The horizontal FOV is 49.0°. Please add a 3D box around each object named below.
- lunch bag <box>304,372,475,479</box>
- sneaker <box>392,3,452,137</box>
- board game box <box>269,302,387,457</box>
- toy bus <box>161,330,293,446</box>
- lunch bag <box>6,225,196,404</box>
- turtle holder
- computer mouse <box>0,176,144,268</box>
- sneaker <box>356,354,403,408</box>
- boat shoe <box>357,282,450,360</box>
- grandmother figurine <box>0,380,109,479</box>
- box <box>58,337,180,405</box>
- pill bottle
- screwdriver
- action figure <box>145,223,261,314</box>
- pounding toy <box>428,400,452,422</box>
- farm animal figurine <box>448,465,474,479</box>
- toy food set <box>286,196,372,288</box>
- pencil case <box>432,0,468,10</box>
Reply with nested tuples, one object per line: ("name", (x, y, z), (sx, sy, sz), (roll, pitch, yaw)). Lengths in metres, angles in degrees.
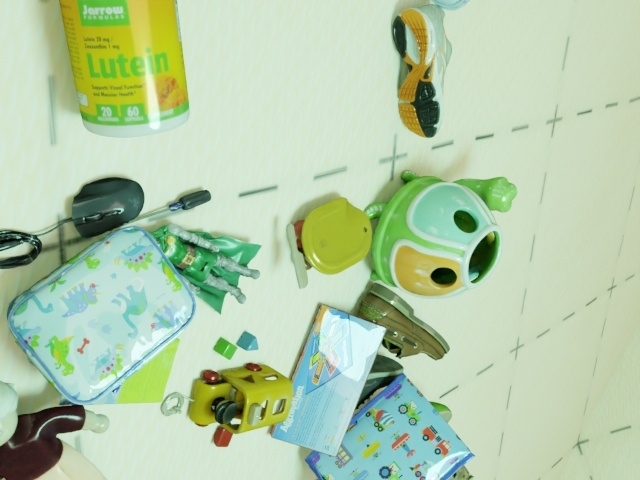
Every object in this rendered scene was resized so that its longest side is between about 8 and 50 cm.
("lunch bag", (0.129, 0.462, 1.458), (0.293, 0.221, 0.138), (-35, 160, -19))
("sneaker", (0.218, -0.330, 1.367), (0.121, 0.099, 0.263), (-37, 133, -37))
("board game box", (0.016, 0.281, 1.406), (0.145, 0.027, 0.281), (22, 91, -15))
("toy bus", (-0.141, 0.285, 1.231), (0.202, 0.104, 0.191), (-48, 136, -23))
("lunch bag", (-0.289, 0.101, 0.943), (0.219, 0.090, 0.176), (-41, 105, -23))
("turtle holder", (0.263, -0.007, 1.455), (0.320, 0.227, 0.243), (-13, 115, -44))
("computer mouse", (-0.334, -0.020, 0.929), (0.242, 0.041, 0.071), (-31, 129, -35))
("sneaker", (0.081, 0.323, 1.526), (0.222, 0.083, 0.118), (-5, 115, -37))
("boat shoe", (0.177, 0.206, 1.561), (0.307, 0.110, 0.104), (41, 79, -39))
("grandmother figurine", (-0.388, 0.302, 0.963), (0.208, 0.104, 0.342), (-41, 134, -19))
("box", (-0.305, 0.189, 1.053), (0.178, 0.042, 0.109), (12, 96, -49))
("pill bottle", (-0.239, -0.261, 0.852), (0.136, 0.136, 0.246), (-26, 125, -39))
("screwdriver", (-0.238, -0.045, 1.049), (0.169, 0.025, 0.024), (-21, 122, -31))
("action figure", (-0.195, 0.033, 1.098), (0.232, 0.063, 0.137), (29, 88, -47))
("pounding toy", (0.189, 0.434, 1.692), (0.237, 0.110, 0.183), (-34, 149, 5))
("farm animal figurine", (0.251, 0.584, 1.664), (0.330, 0.172, 0.327), (-24, 146, -26))
("toy food set", (0.000, 0.000, 1.300), (0.218, 0.071, 0.128), (-24, 100, -42))
("pencil case", (0.303, -0.556, 1.345), (0.273, 0.124, 0.113), (-44, 178, -25))
